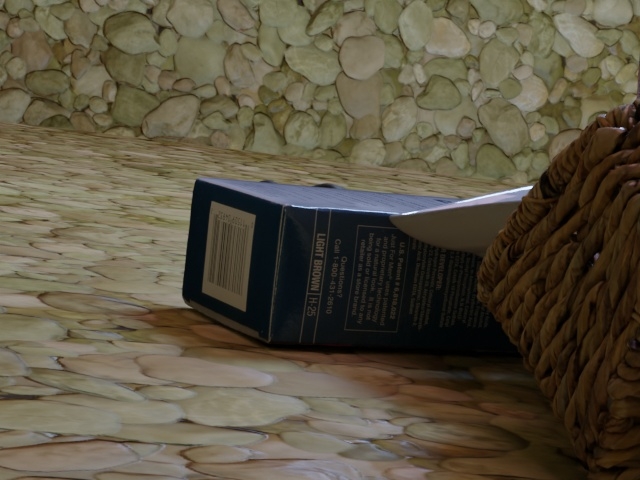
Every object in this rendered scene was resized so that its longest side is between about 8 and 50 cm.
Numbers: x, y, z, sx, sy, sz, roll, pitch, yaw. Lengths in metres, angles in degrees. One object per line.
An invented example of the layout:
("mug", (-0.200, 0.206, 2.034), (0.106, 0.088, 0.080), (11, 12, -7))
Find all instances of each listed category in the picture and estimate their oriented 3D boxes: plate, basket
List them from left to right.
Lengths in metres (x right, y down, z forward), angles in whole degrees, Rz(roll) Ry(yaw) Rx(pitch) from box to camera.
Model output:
("plate", (0.233, -0.027, 1.195), (0.278, 0.045, 0.277), (-12, 3, -32))
("basket", (0.265, 0.006, 0.973), (0.299, 0.213, 0.223), (5, 26, -15))

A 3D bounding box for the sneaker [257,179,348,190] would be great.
("sneaker", (0.000, 0.000, 1.719), (0.118, 0.083, 0.222), (25, -11, -29))

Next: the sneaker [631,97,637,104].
("sneaker", (0.328, -0.042, 1.718), (0.127, 0.126, 0.321), (-11, -41, 9))

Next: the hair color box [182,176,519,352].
("hair color box", (0.086, 0.023, 1.366), (0.347, 0.105, 0.174), (4, 7, -26))

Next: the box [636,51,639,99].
("box", (0.352, -0.040, 1.517), (0.122, 0.257, 0.128), (-3, 10, -37))
